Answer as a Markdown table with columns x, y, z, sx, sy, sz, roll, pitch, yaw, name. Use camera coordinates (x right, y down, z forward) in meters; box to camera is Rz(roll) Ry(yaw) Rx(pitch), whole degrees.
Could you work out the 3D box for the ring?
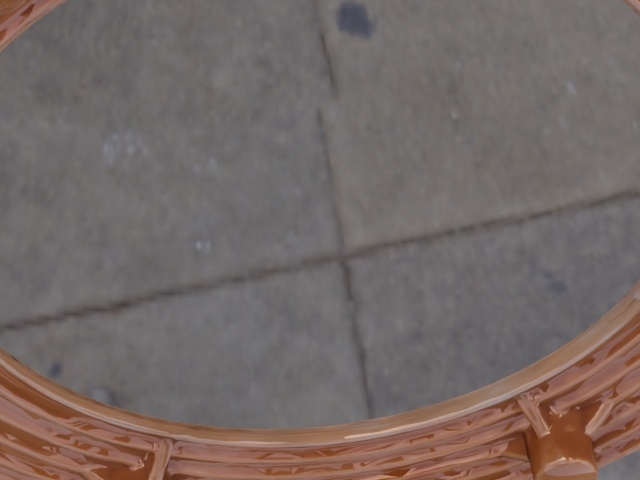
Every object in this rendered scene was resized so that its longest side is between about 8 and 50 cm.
| x | y | z | sx | sy | sz | roll | pitch | yaw | name |
| --- | --- | --- | --- | --- | --- | --- | --- | --- | --- |
| 0.000 | 0.000 | 0.543 | 0.336 | 0.032 | 0.337 | -4 | 139 | -4 | ring |
